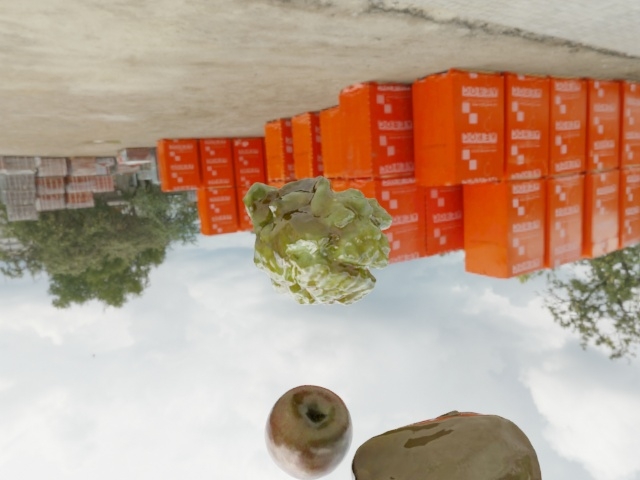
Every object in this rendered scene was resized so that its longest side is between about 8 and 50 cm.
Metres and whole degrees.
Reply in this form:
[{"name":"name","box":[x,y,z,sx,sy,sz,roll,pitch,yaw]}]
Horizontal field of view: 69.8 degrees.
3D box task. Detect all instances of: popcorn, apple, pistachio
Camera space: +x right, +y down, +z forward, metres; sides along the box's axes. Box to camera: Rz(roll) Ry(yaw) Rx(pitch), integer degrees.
[{"name":"popcorn","box":[-0.007,0.000,1.001,0.274,0.279,0.335,6,173,-40]},{"name":"apple","box":[-0.026,0.413,0.985,0.188,0.173,0.188,9,-146,-6]},{"name":"pistachio","box":[0.169,0.345,0.606,0.260,0.212,0.163,-26,152,9]}]
